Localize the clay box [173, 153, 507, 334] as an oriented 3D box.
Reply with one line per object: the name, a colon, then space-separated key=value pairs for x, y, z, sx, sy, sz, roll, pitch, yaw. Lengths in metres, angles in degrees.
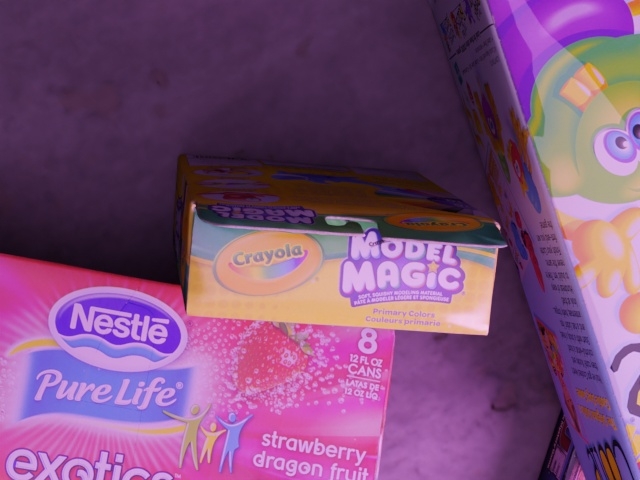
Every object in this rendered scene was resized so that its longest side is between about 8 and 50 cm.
clay box: x=0.000 y=0.000 z=0.743 sx=0.127 sy=0.222 sz=0.053 roll=4 pitch=99 yaw=-7

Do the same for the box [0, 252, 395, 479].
box: x=-0.105 y=0.083 z=0.782 sx=0.257 sy=0.128 sz=0.122 roll=11 pitch=77 yaw=-8

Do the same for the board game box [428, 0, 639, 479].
board game box: x=0.165 y=-0.016 z=0.772 sx=0.142 sy=0.144 sz=0.275 roll=-18 pitch=91 yaw=-3

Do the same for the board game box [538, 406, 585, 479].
board game box: x=0.235 y=0.161 z=0.894 sx=0.243 sy=0.042 sz=0.165 roll=15 pitch=99 yaw=-9
